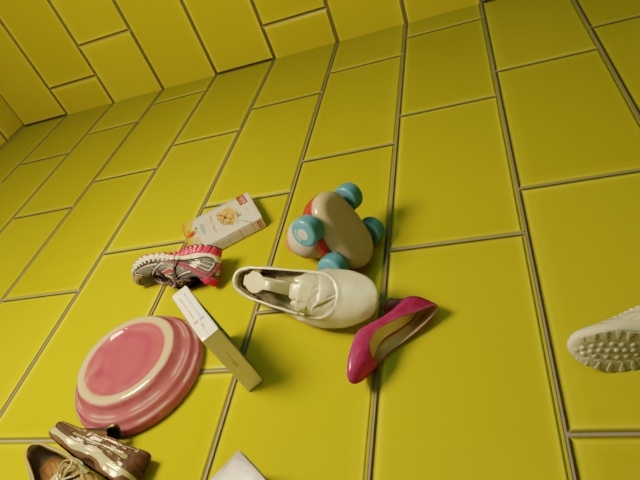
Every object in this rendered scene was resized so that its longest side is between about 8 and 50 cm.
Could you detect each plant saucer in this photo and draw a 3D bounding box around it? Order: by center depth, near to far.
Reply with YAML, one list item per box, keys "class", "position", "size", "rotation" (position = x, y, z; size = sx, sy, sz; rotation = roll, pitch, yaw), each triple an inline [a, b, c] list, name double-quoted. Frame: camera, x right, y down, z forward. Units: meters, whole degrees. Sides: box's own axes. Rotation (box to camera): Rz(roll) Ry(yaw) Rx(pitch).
- class: "plant saucer"
  position: [-0.451, 0.305, 1.262]
  size: [0.332, 0.084, 0.332]
  rotation: [-14, 40, 12]

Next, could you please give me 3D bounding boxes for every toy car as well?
- class: "toy car"
  position: [0.000, 0.000, 1.346]
  size: [0.238, 0.210, 0.219]
  rotation: [-25, 13, 48]

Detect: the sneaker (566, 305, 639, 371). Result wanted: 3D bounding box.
- class: "sneaker"
  position: [0.557, 0.163, 0.926]
  size: [0.235, 0.090, 0.095]
  rotation: [-10, 28, 11]

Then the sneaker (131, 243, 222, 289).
- class: "sneaker"
  position: [-0.415, 0.090, 1.474]
  size: [0.299, 0.121, 0.112]
  rotation: [-13, 70, 26]

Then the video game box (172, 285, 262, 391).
- class: "video game box"
  position: [-0.228, 0.217, 1.153]
  size: [0.048, 0.205, 0.187]
  rotation: [-41, 41, -14]

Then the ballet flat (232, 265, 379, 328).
- class: "ballet flat"
  position: [-0.057, 0.120, 1.198]
  size: [0.400, 0.139, 0.139]
  rotation: [5, 46, 42]

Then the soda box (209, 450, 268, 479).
- class: "soda box"
  position: [-0.200, 0.511, 0.884]
  size: [0.286, 0.098, 0.091]
  rotation: [-42, 41, -22]

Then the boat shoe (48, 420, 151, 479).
- class: "boat shoe"
  position: [-0.464, 0.438, 1.114]
  size: [0.257, 0.095, 0.095]
  rotation: [18, 52, 25]

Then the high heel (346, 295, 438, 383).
- class: "high heel"
  position: [0.149, 0.204, 1.075]
  size: [0.117, 0.082, 0.244]
  rotation: [-2, 29, 40]

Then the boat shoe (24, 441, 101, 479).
- class: "boat shoe"
  position: [-0.526, 0.482, 1.041]
  size: [0.285, 0.089, 0.104]
  rotation: [-4, 36, 46]

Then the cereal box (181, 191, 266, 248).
- class: "cereal box"
  position: [-0.303, -0.046, 1.618]
  size: [0.240, 0.047, 0.173]
  rotation: [-29, 39, -6]
